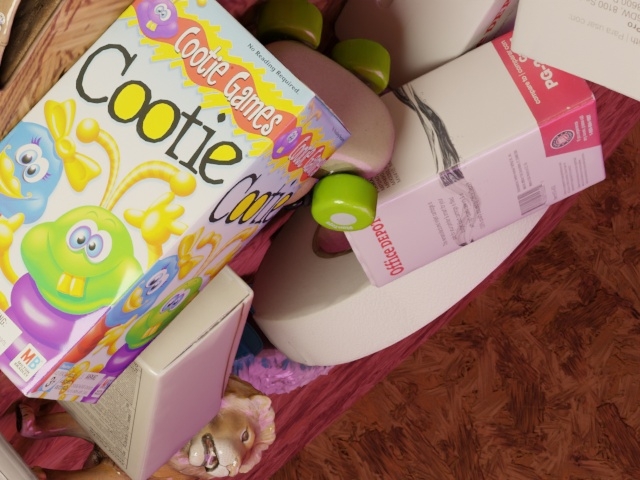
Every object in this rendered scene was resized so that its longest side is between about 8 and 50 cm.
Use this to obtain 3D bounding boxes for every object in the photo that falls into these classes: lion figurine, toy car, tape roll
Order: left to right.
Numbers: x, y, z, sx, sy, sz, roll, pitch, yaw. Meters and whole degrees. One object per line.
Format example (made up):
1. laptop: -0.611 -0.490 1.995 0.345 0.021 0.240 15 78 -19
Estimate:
1. lion figurine: -0.210 0.274 1.660 0.240 0.142 0.392 2 139 -27
2. toy car: -0.047 -0.079 1.305 0.188 0.149 0.155 -23 -129 45
3. tape roll: 0.092 -0.030 1.678 0.392 0.072 0.392 -36 -161 15

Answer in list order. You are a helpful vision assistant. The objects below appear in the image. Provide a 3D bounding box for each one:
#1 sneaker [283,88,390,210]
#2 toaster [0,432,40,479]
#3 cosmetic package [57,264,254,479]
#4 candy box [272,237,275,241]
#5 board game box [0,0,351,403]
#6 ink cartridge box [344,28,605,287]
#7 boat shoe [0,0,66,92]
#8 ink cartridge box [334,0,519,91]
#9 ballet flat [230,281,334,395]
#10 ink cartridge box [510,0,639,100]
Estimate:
1. sneaker: 0.010 -0.098 1.554 0.146 0.102 0.293 -46 164 24
2. toaster: -0.318 0.232 1.391 0.129 0.146 0.227 -39 167 -25
3. cosmetic package: -0.164 0.083 1.389 0.113 0.160 0.309 -41 169 -22
4. candy box: 0.000 0.000 1.953 0.109 0.053 0.186 -46 170 -9
5. board game box: -0.132 -0.034 1.119 0.275 0.144 0.142 -46 167 2
6. ink cartridge box: 0.121 -0.073 1.414 0.237 0.100 0.172 -26 155 2
7. boat shoe: -0.139 -0.157 0.854 0.183 0.066 0.066 -50 168 23
8. ink cartridge box: 0.169 -0.263 1.455 0.283 0.117 0.207 -36 166 -40
9. ballet flat: -0.111 0.127 1.834 0.147 0.147 0.409 -48 161 15
10. ink cartridge box: 0.313 -0.335 1.256 0.285 0.166 0.395 -33 139 -47
